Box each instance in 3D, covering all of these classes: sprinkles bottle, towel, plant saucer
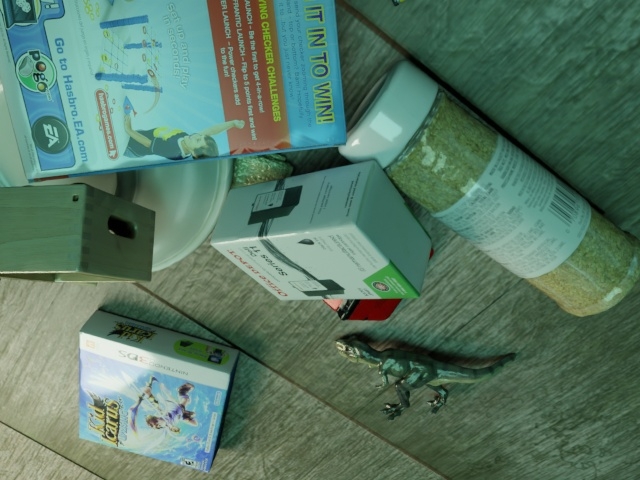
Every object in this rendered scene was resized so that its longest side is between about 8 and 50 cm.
[{"bbox_3d":[0.194,-0.051,0.601,0.356,0.121,0.121,34,120,-11],"label":"sprinkles bottle"},{"bbox_3d":[-0.115,-0.076,0.691,0.148,0.027,0.110,16,120,-1],"label":"towel"},{"bbox_3d":[-0.308,-0.113,0.640,0.401,0.100,0.400,5,118,10],"label":"plant saucer"}]

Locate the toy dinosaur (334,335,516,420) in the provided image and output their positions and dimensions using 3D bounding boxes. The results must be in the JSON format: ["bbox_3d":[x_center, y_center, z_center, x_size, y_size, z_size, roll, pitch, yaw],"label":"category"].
[{"bbox_3d":[0.151,0.211,0.802,0.269,0.064,0.118,6,114,2],"label":"toy dinosaur"}]

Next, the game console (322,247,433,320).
[{"bbox_3d":[0.062,0.034,0.736,0.124,0.085,0.144,7,127,-32],"label":"game console"}]

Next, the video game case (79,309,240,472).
[{"bbox_3d":[-0.281,0.265,0.899,0.245,0.061,0.269,16,122,0],"label":"video game case"}]

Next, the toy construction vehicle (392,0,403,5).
[{"bbox_3d":[0.093,-0.301,0.526,0.086,0.035,0.098,-18,114,31],"label":"toy construction vehicle"}]

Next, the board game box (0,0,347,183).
[{"bbox_3d":[-0.142,-0.227,0.493,0.302,0.086,0.307,-7,106,-3],"label":"board game box"}]

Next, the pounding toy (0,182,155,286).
[{"bbox_3d":[-0.292,-0.002,0.577,0.206,0.181,0.094,-1,81,12],"label":"pounding toy"}]

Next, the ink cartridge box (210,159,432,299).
[{"bbox_3d":[0.000,0.000,0.619,0.209,0.086,0.153,-6,144,37],"label":"ink cartridge box"}]
